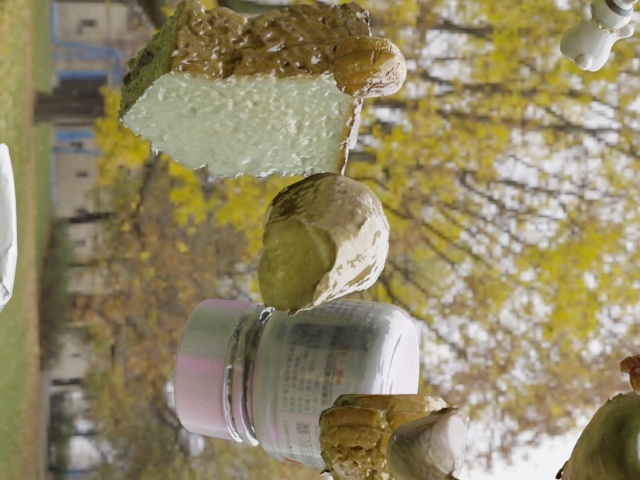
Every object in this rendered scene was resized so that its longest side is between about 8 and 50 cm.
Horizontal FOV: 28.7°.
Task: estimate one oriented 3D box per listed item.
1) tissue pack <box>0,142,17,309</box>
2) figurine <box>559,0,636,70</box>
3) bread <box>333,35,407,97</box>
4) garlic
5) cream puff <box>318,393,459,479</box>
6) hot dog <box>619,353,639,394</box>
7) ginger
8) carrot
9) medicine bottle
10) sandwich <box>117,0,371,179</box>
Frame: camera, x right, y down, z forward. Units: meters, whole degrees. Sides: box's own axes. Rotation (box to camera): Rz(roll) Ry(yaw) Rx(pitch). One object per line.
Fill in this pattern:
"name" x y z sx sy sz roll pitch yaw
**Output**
"tissue pack" -0.582 0.018 1.883 0.356 0.193 0.266 141 -53 -58
"figurine" 0.398 -0.323 1.781 0.146 0.081 0.098 -62 -150 25
"bread" 0.050 -0.176 1.271 0.083 0.081 0.046 140 -46 -61
"garlic" 0.102 0.210 1.222 0.084 0.066 0.152 -45 -176 22
"cream puff" 0.079 0.250 1.519 0.189 0.189 0.130 135 -42 -71
"hot dog" 0.376 0.122 1.263 0.062 0.144 0.038 -80 152 -50
"ginger" 0.000 0.000 1.350 0.267 0.152 0.138 -74 143 -85
"carrot" 0.469 0.346 1.813 0.341 0.224 0.224 88 -6 -63
"medicine bottle" -0.033 0.207 1.873 0.256 0.324 0.256 5 90 -73
"sandwich" -0.104 -0.198 1.656 0.262 0.325 0.131 100 -11 -61
